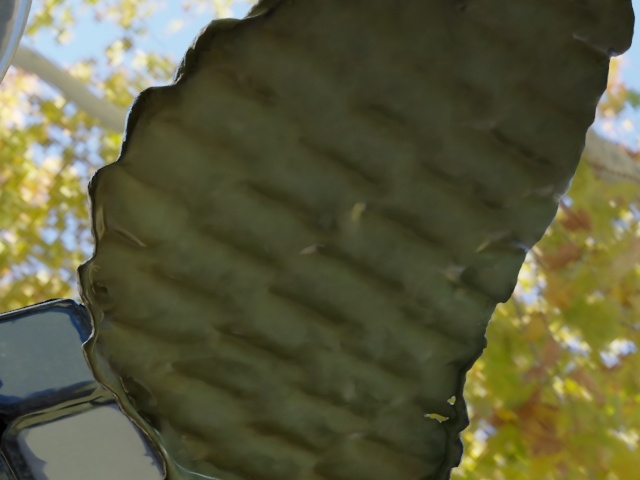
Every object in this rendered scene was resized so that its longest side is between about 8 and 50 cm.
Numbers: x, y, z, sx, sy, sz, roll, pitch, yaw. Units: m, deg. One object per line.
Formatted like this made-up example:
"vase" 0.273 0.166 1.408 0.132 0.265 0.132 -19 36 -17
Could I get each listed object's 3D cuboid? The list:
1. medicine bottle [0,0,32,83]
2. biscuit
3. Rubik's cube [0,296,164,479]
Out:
"medicine bottle" -0.281 -0.173 0.653 0.208 0.208 0.340 -45 -127 2
"biscuit" 0.000 0.000 0.599 0.036 0.187 0.274 -116 -139 -54
"Rubik's cube" -0.283 0.303 1.184 0.358 0.363 0.362 -15 -135 -28
